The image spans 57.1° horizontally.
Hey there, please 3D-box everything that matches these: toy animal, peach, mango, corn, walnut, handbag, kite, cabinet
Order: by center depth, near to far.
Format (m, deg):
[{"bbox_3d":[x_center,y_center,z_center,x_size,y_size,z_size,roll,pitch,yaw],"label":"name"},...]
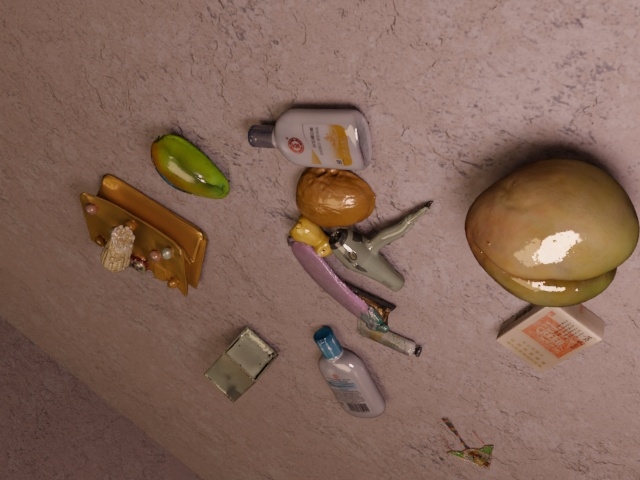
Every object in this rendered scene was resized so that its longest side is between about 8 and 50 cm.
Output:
[{"bbox_3d":[0.414,-0.014,1.077,0.292,0.247,0.292,26,159,11],"label":"peach"},{"bbox_3d":[0.019,-0.089,1.386,0.211,0.087,0.167,4,127,32],"label":"walnut"},{"bbox_3d":[0.000,0.002,1.491,0.159,0.070,0.083,35,176,-11],"label":"toy animal"},{"bbox_3d":[-0.341,-0.181,1.533,0.233,0.111,0.125,38,151,-20],"label":"mango"},{"bbox_3d":[-0.587,0.030,1.715,0.087,0.087,0.211,42,146,-6],"label":"corn"},{"bbox_3d":[0.441,0.626,1.803,0.244,0.006,0.198,49,137,-13],"label":"kite"},{"bbox_3d":[-0.553,0.000,1.832,0.401,0.133,0.283,29,143,8],"label":"handbag"},{"bbox_3d":[-0.266,0.415,1.980,0.145,0.150,0.206,43,138,2],"label":"cabinet"}]

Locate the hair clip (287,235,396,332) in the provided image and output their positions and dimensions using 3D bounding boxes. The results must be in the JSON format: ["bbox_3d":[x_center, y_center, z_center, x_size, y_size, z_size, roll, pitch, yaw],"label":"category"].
[{"bbox_3d":[0.045,0.115,1.567,0.359,0.110,0.095,36,98,6],"label":"hair clip"}]

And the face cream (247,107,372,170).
[{"bbox_3d":[-0.030,-0.228,1.305,0.291,0.071,0.143,10,132,28],"label":"face cream"}]

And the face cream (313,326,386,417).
[{"bbox_3d":[0.074,0.405,1.796,0.163,0.080,0.336,-6,123,38],"label":"face cream"}]

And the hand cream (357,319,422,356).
[{"bbox_3d":[0.187,0.274,1.634,0.195,0.042,0.067,19,137,25],"label":"hand cream"}]

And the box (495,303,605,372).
[{"bbox_3d":[0.518,0.208,1.339,0.141,0.058,0.201,38,137,-1],"label":"box"}]

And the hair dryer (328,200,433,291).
[{"bbox_3d":[0.180,0.031,1.399,0.267,0.092,0.229,-17,131,23],"label":"hair dryer"}]
